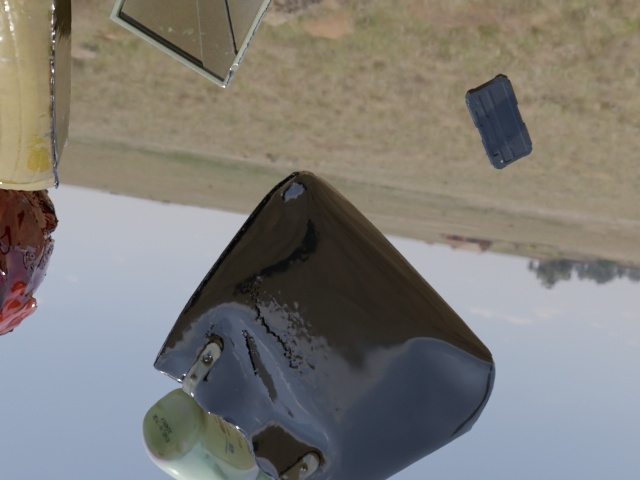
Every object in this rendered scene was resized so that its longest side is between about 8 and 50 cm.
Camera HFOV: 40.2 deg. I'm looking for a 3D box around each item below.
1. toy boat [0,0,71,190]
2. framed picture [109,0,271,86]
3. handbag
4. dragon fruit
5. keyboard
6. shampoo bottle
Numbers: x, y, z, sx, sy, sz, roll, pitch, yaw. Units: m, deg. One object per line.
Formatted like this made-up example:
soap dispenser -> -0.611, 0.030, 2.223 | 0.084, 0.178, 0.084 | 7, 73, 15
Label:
toy boat -> -0.254, -0.143, 0.667 | 0.121, 0.089, 0.321 | 14, 152, -8
framed picture -> -0.167, -0.386, 1.257 | 0.211, 0.289, 0.020 | 31, -145, -2
handbag -> -0.005, 0.129, 0.971 | 0.342, 0.288, 0.152 | 47, 177, 15
dragon fruit -> -0.491, 0.002, 1.114 | 0.295, 0.295, 0.301 | 10, 178, 29
keyboard -> 0.392, -0.255, 1.915 | 0.262, 0.106, 0.016 | 54, -170, -46
shampoo bottle -> -0.214, 0.461, 1.831 | 0.222, 0.151, 0.349 | 45, 175, 48
